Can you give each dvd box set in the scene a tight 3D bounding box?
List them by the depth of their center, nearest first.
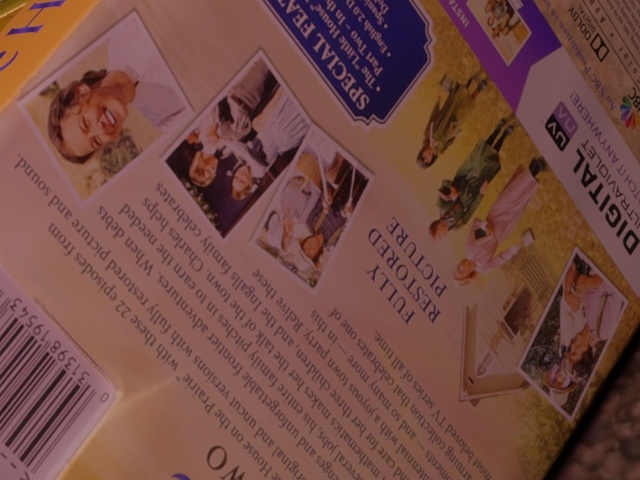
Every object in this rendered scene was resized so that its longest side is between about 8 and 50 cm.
[{"bbox_3d":[0.000,0.000,0.748,0.062,0.307,0.420,3,50,50],"label":"dvd box set"}]

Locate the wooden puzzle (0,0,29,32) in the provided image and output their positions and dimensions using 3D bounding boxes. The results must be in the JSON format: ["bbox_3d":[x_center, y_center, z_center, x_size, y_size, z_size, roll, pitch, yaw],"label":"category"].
[{"bbox_3d":[-0.193,-0.141,1.161,0.238,0.044,0.221,-32,20,1],"label":"wooden puzzle"}]
